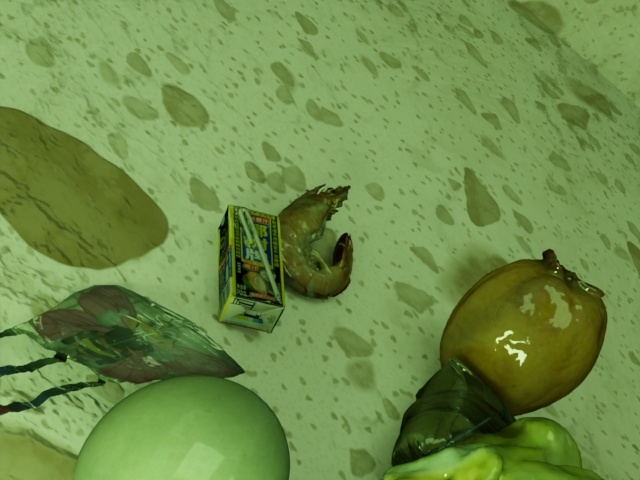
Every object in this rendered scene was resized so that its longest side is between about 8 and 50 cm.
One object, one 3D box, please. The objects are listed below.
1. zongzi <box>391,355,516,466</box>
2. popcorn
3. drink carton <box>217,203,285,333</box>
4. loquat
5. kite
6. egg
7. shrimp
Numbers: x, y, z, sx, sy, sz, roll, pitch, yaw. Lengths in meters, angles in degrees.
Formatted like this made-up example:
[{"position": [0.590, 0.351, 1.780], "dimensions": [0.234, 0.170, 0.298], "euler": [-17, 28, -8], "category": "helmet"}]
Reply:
[{"position": [0.197, 0.284, 1.529], "dimensions": [0.242, 0.112, 0.221], "euler": [46, 29, -1], "category": "zongzi"}, {"position": [0.190, 0.340, 1.206], "dimensions": [0.312, 0.312, 0.312], "euler": [31, 33, -23], "category": "popcorn"}, {"position": [-0.085, 0.030, 1.532], "dimensions": [0.071, 0.056, 0.166], "euler": [15, 40, -19], "category": "drink carton"}, {"position": [0.269, 0.132, 1.686], "dimensions": [0.193, 0.238, 0.238], "euler": [41, 30, 7], "category": "loquat"}, {"position": [-0.240, 0.112, 1.226], "dimensions": [0.204, 0.022, 0.360], "euler": [29, 24, 26], "category": "kite"}, {"position": [-0.133, 0.217, 1.138], "dimensions": [0.217, 0.183, 0.183], "euler": [-10, 60, -55], "category": "egg"}, {"position": [0.002, -0.003, 1.691], "dimensions": [0.133, 0.053, 0.236], "euler": [38, 35, -3], "category": "shrimp"}]
